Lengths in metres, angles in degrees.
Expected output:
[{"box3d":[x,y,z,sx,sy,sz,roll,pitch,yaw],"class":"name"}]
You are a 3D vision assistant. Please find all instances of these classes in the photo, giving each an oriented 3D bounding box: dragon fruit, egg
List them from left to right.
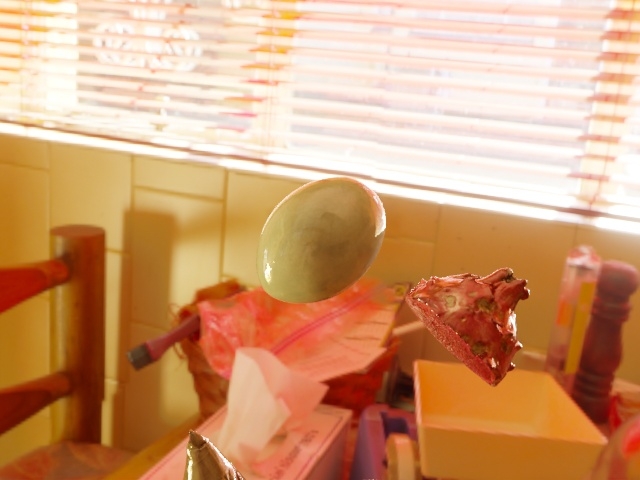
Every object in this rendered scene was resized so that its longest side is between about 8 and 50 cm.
[{"box3d":[0.000,0.000,1.244,0.253,0.186,0.186,-44,33,-16],"class":"egg"},{"box3d":[0.185,0.083,0.853,0.111,0.153,0.153,-40,23,-5],"class":"dragon fruit"}]

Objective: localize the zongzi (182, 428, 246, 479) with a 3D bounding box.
[{"box3d":[-0.139,0.305,0.769,0.194,0.197,0.099,-36,24,1],"class":"zongzi"}]
